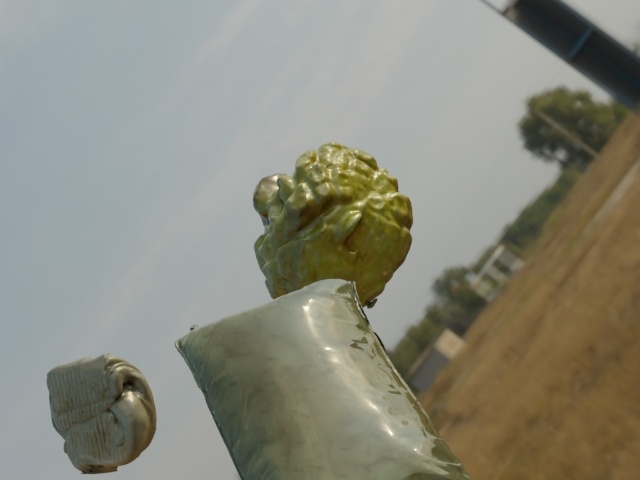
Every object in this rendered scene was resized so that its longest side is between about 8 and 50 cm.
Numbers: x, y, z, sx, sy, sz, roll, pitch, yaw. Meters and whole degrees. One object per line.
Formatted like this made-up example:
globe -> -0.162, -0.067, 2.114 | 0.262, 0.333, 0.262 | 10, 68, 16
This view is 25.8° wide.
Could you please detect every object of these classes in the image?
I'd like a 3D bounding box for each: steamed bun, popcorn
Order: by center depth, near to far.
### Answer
popcorn -> 0.000, 0.000, 1.922 | 0.205, 0.237, 0.251 | -1, -30, -42
steamed bun -> -0.379, 0.311, 2.526 | 0.218, 0.211, 0.144 | -21, -11, 32

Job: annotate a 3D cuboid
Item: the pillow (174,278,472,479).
pillow -> -0.001, 0.150, 1.237 | 0.184, 0.302, 0.075 | -20, -45, -13
